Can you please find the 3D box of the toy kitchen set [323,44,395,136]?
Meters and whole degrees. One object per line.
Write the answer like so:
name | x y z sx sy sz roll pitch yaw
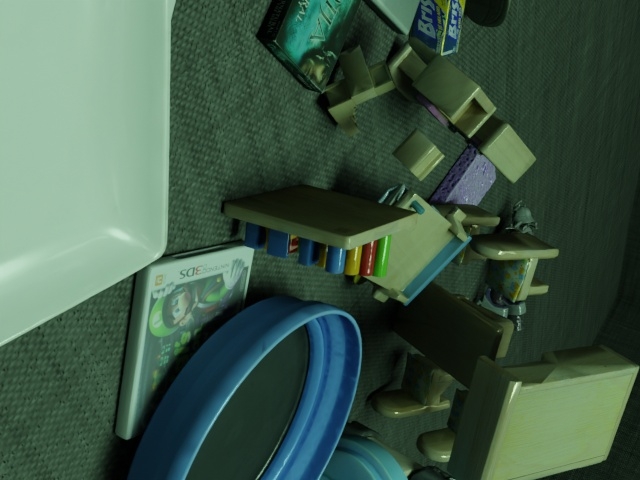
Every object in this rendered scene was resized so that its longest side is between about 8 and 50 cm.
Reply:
toy kitchen set | 0.050 -0.187 1.005 0.075 0.083 0.068 43 28 -60

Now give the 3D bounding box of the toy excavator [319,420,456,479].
toy excavator | -0.047 0.495 1.156 0.445 0.222 0.433 5 104 -47

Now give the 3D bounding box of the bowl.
bowl | -0.085 0.245 0.987 0.391 0.077 0.391 -43 147 -38

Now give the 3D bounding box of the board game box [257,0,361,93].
board game box | 0.004 -0.274 0.906 0.126 0.026 0.186 34 78 -61

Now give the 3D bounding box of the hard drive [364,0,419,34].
hard drive | 0.093 -0.328 1.033 0.135 0.022 0.094 18 91 -62

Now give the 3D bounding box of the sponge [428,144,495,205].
sponge | 0.254 -0.089 1.457 0.210 0.031 0.117 -52 147 -32

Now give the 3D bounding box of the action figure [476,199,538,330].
action figure | 0.397 0.053 1.740 0.185 0.099 0.285 -4 107 -52

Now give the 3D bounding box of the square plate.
square plate | -0.239 -0.062 0.526 0.347 0.049 0.344 -32 143 -41

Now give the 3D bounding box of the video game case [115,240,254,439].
video game case | -0.143 0.102 0.886 0.173 0.022 0.191 -13 119 -57

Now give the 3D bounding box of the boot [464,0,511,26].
boot | 0.264 -0.451 1.196 0.179 0.085 0.236 -59 149 -25

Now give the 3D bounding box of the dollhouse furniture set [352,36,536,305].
dollhouse furniture set | 0.084 -0.090 1.086 0.303 0.198 0.286 -48 149 9

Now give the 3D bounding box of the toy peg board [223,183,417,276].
toy peg board | 0.000 0.000 0.921 0.160 0.161 0.079 -20 120 -56

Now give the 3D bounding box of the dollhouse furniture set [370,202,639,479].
dollhouse furniture set | 0.217 0.176 1.230 0.256 0.394 0.362 -1 112 -34

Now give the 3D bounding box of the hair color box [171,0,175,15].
hair color box | -0.169 -0.229 0.601 0.167 0.053 0.093 9 100 -60

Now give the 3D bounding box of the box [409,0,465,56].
box | 0.165 -0.341 1.120 0.059 0.054 0.169 -30 131 -51
